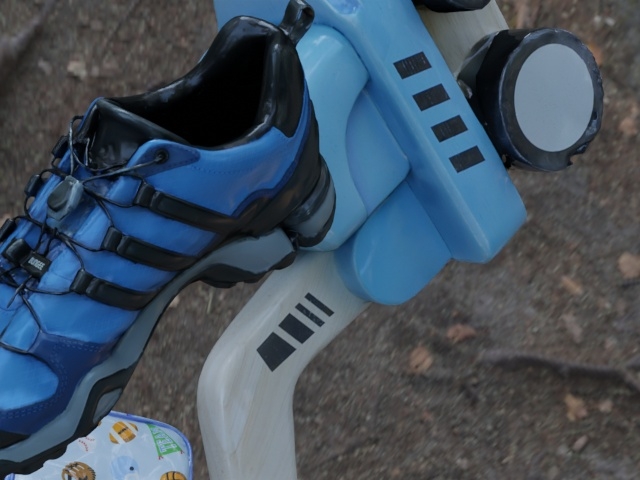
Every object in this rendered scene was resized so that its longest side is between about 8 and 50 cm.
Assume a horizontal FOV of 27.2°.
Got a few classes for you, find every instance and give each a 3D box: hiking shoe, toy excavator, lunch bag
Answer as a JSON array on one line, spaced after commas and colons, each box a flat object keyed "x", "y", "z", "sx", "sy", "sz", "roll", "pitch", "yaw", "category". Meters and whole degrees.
[{"x": -0.116, "y": -0.005, "z": 0.642, "sx": 0.113, "sy": 0.132, "sz": 0.304, "roll": 24, "pitch": 48, "yaw": 31, "category": "hiking shoe"}, {"x": 0.000, "y": 0.000, "z": 0.983, "sx": 0.445, "sy": 0.222, "sz": 0.433, "roll": -44, "pitch": 118, "yaw": -22, "category": "toy excavator"}, {"x": -0.269, "y": 0.323, "z": 1.493, "sx": 0.243, "sy": 0.115, "sz": 0.303, "roll": 15, "pitch": 45, "yaw": -20, "category": "lunch bag"}]
